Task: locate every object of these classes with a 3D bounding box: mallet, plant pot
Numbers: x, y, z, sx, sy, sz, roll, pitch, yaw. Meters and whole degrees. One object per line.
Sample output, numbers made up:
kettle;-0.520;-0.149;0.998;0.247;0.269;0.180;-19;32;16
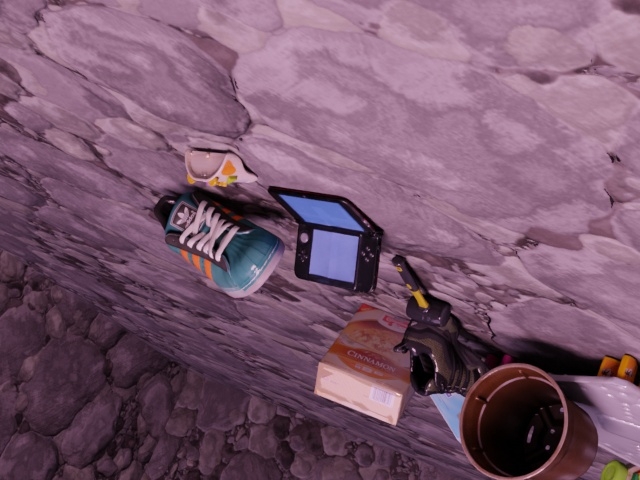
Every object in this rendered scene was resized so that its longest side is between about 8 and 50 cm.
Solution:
mallet;0.143;0.073;1.529;0.062;0.039;0.189;18;160;21
plant pot;0.314;0.278;1.559;0.167;0.167;0.165;11;168;41

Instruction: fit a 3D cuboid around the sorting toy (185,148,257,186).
sorting toy;-0.123;-0.087;1.381;0.083;0.044;0.075;9;179;45

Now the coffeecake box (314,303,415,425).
coffeecake box;0.094;0.196;1.741;0.142;0.185;0.068;19;124;15

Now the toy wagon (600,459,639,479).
toy wagon;0.593;0.559;1.910;0.267;0.344;0.068;27;163;-11

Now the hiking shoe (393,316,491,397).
hiking shoe;0.189;0.206;1.675;0.227;0.114;0.086;52;159;-26

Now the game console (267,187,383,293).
game console;0.000;0.000;1.398;0.144;0.124;0.085;11;-173;43

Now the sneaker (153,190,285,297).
sneaker;-0.159;-0.002;1.542;0.121;0.108;0.302;37;171;-27

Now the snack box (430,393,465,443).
snack box;0.263;0.307;1.923;0.187;0.060;0.322;58;-174;33

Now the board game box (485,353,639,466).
board game box;0.490;0.276;1.658;0.390;0.050;0.390;28;165;-17
